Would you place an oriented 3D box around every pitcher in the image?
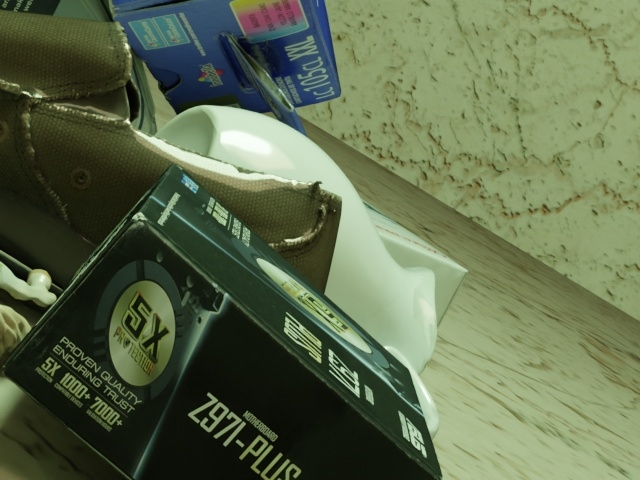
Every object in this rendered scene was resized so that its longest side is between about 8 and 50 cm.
[{"bbox_3d":[-0.013,0.025,0.939,0.207,0.125,0.178,38,17,-31],"label":"pitcher"}]

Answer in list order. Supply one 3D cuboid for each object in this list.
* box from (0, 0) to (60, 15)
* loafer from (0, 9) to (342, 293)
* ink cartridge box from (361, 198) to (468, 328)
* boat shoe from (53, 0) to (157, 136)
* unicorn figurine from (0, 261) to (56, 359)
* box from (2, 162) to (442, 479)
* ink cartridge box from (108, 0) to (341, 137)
[{"bbox_3d":[-0.252,-0.143,0.935,0.158,0.156,0.093,22,10,-45],"label":"box"},{"bbox_3d":[-0.146,-0.058,0.804,0.366,0.130,0.134,32,-6,-4],"label":"loafer"},{"bbox_3d":[0.000,0.000,1.256,0.139,0.082,0.190,22,9,-46],"label":"ink cartridge box"},{"bbox_3d":[-0.218,-0.207,1.269,0.367,0.135,0.156,61,5,17],"label":"boat shoe"},{"bbox_3d":[-0.179,-0.008,0.672,0.162,0.060,0.111,29,2,17],"label":"unicorn figurine"},{"bbox_3d":[-0.035,0.052,0.646,0.147,0.077,0.180,42,6,-6],"label":"box"},{"bbox_3d":[-0.087,-0.264,1.257,0.151,0.396,0.270,-10,-14,5],"label":"ink cartridge box"}]
